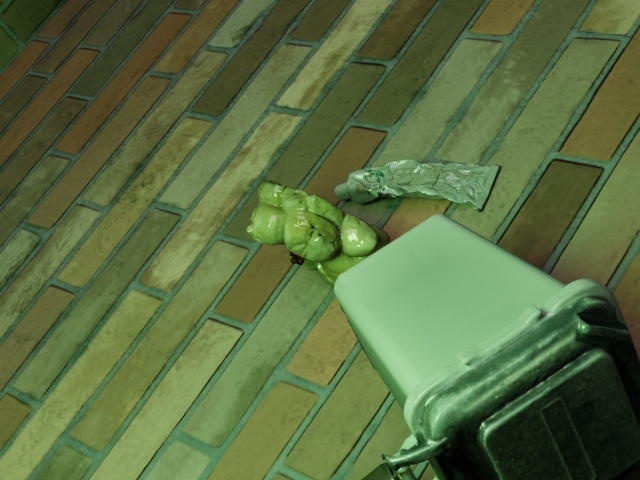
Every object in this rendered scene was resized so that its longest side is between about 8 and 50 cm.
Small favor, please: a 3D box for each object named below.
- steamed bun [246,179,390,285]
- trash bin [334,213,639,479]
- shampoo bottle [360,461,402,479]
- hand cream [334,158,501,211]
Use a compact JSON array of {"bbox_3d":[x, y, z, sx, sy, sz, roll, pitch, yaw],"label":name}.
[{"bbox_3d":[0.000,0.000,1.706,0.192,0.177,0.106,23,89,49],"label":"steamed bun"},{"bbox_3d":[0.162,0.148,1.371,0.296,0.255,0.367,-34,32,-6],"label":"trash bin"},{"bbox_3d":[-0.017,0.403,1.382,0.350,0.084,0.125,-45,44,-9],"label":"shampoo bottle"},{"bbox_3d":[0.132,-0.082,1.779,0.257,0.050,0.084,0,49,34],"label":"hand cream"}]
